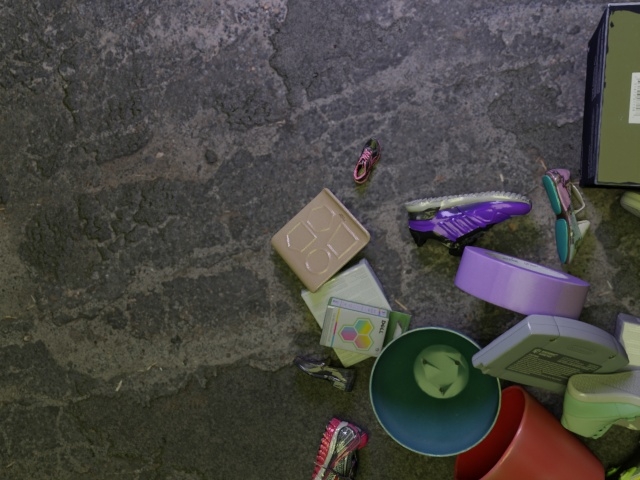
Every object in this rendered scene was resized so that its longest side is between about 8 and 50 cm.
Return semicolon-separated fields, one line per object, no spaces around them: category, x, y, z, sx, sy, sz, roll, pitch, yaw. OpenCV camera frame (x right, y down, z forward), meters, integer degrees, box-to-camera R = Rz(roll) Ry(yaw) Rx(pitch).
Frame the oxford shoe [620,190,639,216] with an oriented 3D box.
oxford shoe;0.862;-0.046;1.417;0.449;0.169;0.130;17;101;6

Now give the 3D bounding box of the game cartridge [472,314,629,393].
game cartridge;0.493;0.241;1.415;0.297;0.062;0.198;18;131;-26

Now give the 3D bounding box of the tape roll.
tape roll;0.440;0.095;1.480;0.274;0.275;0.090;18;97;14

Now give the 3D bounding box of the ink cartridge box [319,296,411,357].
ink cartridge box;0.110;0.219;1.657;0.209;0.062;0.109;13;109;3

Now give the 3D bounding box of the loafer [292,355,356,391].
loafer;0.012;0.329;1.728;0.170;0.062;0.061;22;86;5

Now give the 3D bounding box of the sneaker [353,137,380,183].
sneaker;0.112;-0.198;1.665;0.047;0.057;0.119;22;98;15

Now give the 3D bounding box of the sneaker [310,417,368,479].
sneaker;0.033;0.609;1.704;0.112;0.121;0.299;16;97;12

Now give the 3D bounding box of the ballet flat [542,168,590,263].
ballet flat;0.573;-0.059;1.546;0.079;0.077;0.222;-12;90;-4

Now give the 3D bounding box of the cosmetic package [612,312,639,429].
cosmetic package;0.715;0.298;1.510;0.127;0.107;0.238;12;99;15

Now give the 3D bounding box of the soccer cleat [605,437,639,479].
soccer cleat;0.726;0.548;1.527;0.121;0.093;0.289;41;103;3

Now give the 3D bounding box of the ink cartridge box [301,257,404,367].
ink cartridge box;0.086;0.184;1.710;0.189;0.066;0.232;-27;107;15

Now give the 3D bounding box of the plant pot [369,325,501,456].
plant pot;0.276;0.331;1.580;0.290;0.195;0.290;1;94;16

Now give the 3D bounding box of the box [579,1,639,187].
box;0.649;-0.277;1.382;0.178;0.312;0.344;3;95;15

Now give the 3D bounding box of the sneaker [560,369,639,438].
sneaker;0.646;0.362;1.451;0.255;0.094;0.151;4;127;3

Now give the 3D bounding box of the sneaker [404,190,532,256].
sneaker;0.352;-0.037;1.594;0.293;0.102;0.146;-4;96;20

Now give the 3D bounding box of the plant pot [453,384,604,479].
plant pot;0.476;0.506;1.515;0.243;0.275;0.275;34;102;0

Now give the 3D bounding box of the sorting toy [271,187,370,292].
sorting toy;0.000;0.000;1.693;0.208;0.038;0.193;-45;64;7
